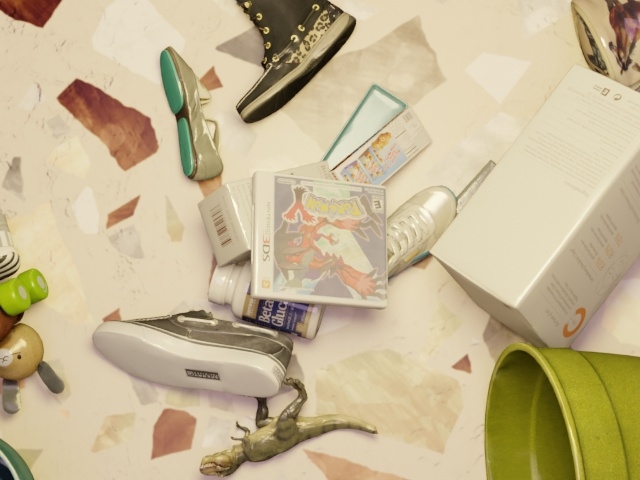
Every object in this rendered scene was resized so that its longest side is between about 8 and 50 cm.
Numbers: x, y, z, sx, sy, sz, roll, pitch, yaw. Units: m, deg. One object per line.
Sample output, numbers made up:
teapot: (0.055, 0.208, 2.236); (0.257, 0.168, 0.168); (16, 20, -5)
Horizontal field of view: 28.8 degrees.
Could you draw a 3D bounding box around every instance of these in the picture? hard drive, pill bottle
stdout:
hard drive: (0.250, -0.043, 1.904); (0.094, 0.022, 0.135); (42, 86, 5)
pill bottle: (-0.077, 0.082, 1.861); (0.169, 0.094, 0.094); (16, 85, 5)

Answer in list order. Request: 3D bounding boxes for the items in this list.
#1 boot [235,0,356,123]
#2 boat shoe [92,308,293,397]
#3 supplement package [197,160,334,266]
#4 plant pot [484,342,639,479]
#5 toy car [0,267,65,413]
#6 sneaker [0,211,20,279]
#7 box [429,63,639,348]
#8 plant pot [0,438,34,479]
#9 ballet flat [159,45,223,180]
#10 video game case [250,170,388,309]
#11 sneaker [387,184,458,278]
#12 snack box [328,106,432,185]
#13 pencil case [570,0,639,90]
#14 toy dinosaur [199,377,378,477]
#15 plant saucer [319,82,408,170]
boot: (-0.083, -0.309, 1.910); (0.178, 0.085, 0.236); (44, 80, 7)
boat shoe: (-0.188, 0.152, 1.859); (0.301, 0.108, 0.102); (7, 48, 17)
supplement package: (-0.069, -0.040, 1.832); (0.179, 0.105, 0.105); (-16, 82, -33)
plant pot: (0.452, 0.313, 1.726); (0.353, 0.366, 0.366); (-3, 84, -11)
toy car: (-0.464, 0.161, 1.848); (0.155, 0.149, 0.188); (-23, 96, 11)
sneaker: (-0.569, 0.020, 1.897); (0.229, 0.086, 0.132); (-19, 65, 5)
box: (0.353, -0.038, 1.781); (0.168, 0.215, 0.345); (35, 85, 36)
plant pot: (-0.518, 0.383, 1.760); (0.272, 0.255, 0.271); (0, 84, 1)
ballet flat: (-0.194, -0.196, 1.917); (0.068, 0.072, 0.213); (-10, 84, -27)
video game case: (0.000, 0.000, 1.767); (0.201, 0.023, 0.183); (6, 73, -20)
sneaker: (0.114, 0.006, 1.857); (0.229, 0.092, 0.087); (-42, 85, 4)
snack box: (0.092, -0.127, 1.872); (0.178, 0.022, 0.064); (-41, 104, -29)
pencil case: (0.571, -0.351, 1.860); (0.410, 0.160, 0.183); (-25, 65, -2)
toy dinosaur: (-0.059, 0.269, 1.861); (0.268, 0.064, 0.118); (-16, 94, -2)
plant saucer: (0.056, -0.147, 1.922); (0.067, 0.018, 0.192); (33, 86, 4)
